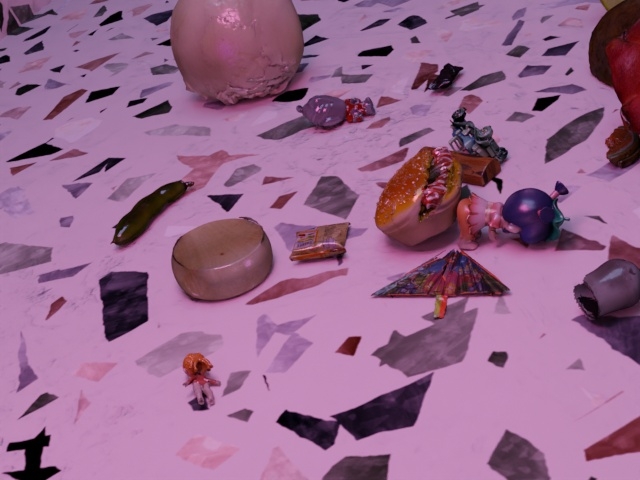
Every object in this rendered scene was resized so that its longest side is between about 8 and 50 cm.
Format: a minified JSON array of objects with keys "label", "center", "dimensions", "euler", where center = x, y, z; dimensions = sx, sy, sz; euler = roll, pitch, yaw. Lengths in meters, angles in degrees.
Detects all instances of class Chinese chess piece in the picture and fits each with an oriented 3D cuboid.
[{"label":"Chinese chess piece","center":[-0.182,0.034,1.916],"dimensions":[0.188,0.083,0.188],"euler":[-9,31,6]}]

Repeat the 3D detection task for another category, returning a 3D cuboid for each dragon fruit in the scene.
[{"label":"dragon fruit","center":[0.652,-0.312,1.914],"dimensions":[0.250,0.315,0.250],"euler":[-5,-7,-1]}]

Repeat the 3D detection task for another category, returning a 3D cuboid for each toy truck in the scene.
[{"label":"toy truck","center":[0.302,-0.197,2.065],"dimensions":[0.078,0.080,0.154],"euler":[-41,33,1]}]

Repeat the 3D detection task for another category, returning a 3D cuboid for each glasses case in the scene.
[{"label":"glasses case","center":[0.265,-0.150,2.036],"dimensions":[0.170,0.041,0.065],"euler":[16,44,41]}]

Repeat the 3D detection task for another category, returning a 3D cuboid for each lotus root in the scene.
[{"label":"lotus root","center":[0.674,-0.408,2.142],"dimensions":[0.142,0.210,0.314],"euler":[-13,16,-17]}]

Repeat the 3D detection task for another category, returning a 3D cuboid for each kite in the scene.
[{"label":"kite","center":[0.201,0.072,1.737],"dimensions":[0.241,0.014,0.183],"euler":[-5,36,18]}]

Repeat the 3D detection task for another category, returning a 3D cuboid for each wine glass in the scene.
[{"label":"wine glass","center":[0.482,0.053,1.570],"dimensions":[0.195,0.079,0.079],"euler":[-23,31,-13]}]

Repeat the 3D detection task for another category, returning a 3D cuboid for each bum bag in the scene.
[{"label":"bum bag","center":[0.291,-0.378,2.395],"dimensions":[0.058,0.034,0.124],"euler":[-6,31,33]}]

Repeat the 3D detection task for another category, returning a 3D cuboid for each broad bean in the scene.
[{"label":"broad bean","center":[-0.365,-0.064,2.188],"dimensions":[0.065,0.046,0.254],"euler":[19,43,26]}]

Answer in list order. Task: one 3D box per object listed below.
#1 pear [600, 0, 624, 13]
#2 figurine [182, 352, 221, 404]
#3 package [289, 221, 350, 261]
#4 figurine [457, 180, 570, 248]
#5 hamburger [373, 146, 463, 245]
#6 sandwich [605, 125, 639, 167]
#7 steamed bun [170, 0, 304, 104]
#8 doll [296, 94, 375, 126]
[{"label":"pear","center":[0.824,-0.613,2.353],"dimensions":[0.318,0.238,0.342],"euler":[-15,23,-22]},{"label":"figurine","center":[-0.192,0.221,1.656],"dimensions":[0.064,0.047,0.109],"euler":[4,31,-23]},{"label":"package","center":[0.000,0.001,1.928],"dimensions":[0.108,0.031,0.120],"euler":[-9,26,11]},{"label":"figurine","center":[0.325,-0.038,1.767],"dimensions":[0.195,0.102,0.111],"euler":[-2,37,21]},{"label":"hamburger","center":[0.179,-0.084,1.865],"dimensions":[0.173,0.116,0.210],"euler":[-26,24,27]},{"label":"sandwich","center":[0.571,-0.181,1.951],"dimensions":[0.067,0.029,0.135],"euler":[-6,32,16]},{"label":"steamed bun","center":[-0.213,-0.500,2.569],"dimensions":[0.334,0.312,0.233],"euler":[-17,33,5]},{"label":"doll","center":[0.035,-0.297,2.356],"dimensions":[0.180,0.079,0.094],"euler":[-3,55,-3]}]
